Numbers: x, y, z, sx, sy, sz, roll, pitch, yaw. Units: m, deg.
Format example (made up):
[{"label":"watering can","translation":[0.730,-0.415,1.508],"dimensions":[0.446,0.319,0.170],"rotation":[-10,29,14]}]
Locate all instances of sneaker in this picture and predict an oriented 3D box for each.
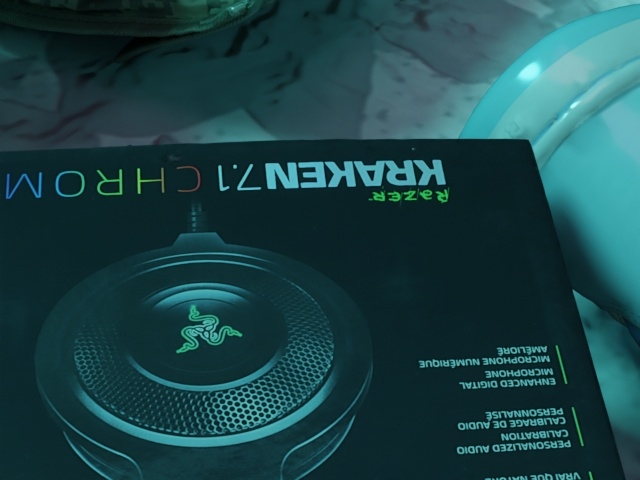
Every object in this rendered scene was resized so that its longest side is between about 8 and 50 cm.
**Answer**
[{"label":"sneaker","translation":[0.225,-0.009,0.746],"dimensions":[0.319,0.127,0.208],"rotation":[-19,60,-35]}]

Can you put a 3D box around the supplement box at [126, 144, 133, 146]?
[{"label":"supplement box","translation":[-0.072,0.008,0.743],"dimensions":[0.043,0.055,0.083],"rotation":[-27,49,-29]}]

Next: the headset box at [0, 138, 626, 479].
[{"label":"headset box","translation":[-0.033,0.106,0.577],"dimensions":[0.246,0.131,0.283],"rotation":[-2,42,-4]}]

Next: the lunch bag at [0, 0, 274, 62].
[{"label":"lunch bag","translation":[-0.076,-0.210,0.905],"dimensions":[0.287,0.169,0.235],"rotation":[20,44,25]}]
